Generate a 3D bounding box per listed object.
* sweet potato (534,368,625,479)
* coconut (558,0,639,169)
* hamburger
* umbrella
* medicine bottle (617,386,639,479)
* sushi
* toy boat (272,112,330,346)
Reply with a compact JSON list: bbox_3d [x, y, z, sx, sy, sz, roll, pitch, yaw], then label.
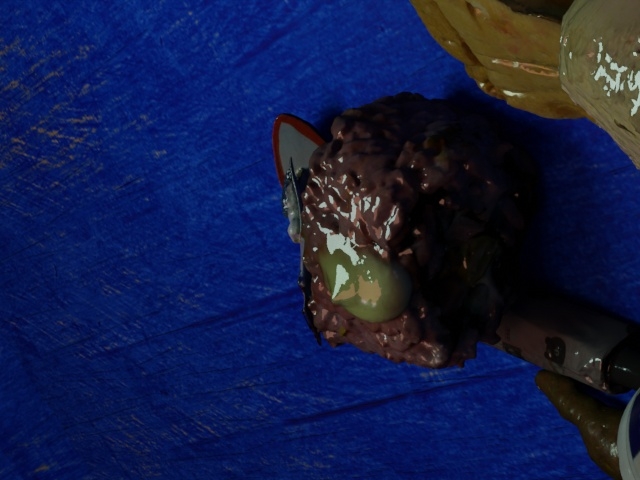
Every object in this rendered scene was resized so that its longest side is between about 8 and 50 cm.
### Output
[{"bbox_3d":[0.300,0.200,2.003,0.269,0.075,0.074,34,147,42],"label":"sweet potato"},{"bbox_3d":[0.337,-0.145,1.285,0.297,0.309,0.297,42,180,0],"label":"coconut"},{"bbox_3d":[0.198,-0.194,1.569,0.330,0.162,0.209,21,162,17],"label":"hamburger"},{"bbox_3d":[0.224,0.090,2.002,0.337,0.073,0.067,21,153,48],"label":"umbrella"},{"bbox_3d":[0.385,0.125,1.635,0.190,0.190,0.332,48,153,13],"label":"medicine bottle"},{"bbox_3d":[0.093,0.002,1.928,0.171,0.236,0.270,25,128,35],"label":"sushi"},{"bbox_3d":[0.009,0.009,2.113,0.219,0.072,0.318,59,-165,-47],"label":"toy boat"}]
